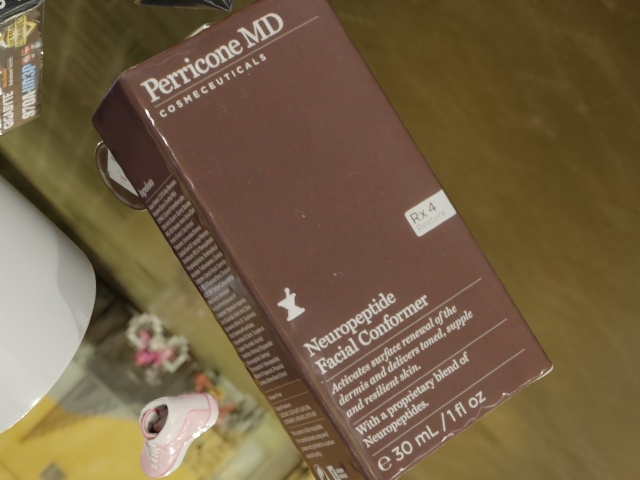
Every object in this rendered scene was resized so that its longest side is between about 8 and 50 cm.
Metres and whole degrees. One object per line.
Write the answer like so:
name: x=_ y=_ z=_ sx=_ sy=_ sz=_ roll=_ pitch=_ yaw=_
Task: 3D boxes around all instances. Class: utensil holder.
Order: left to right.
utensil holder: x=-0.494 y=0.020 z=1.724 sx=0.385 sy=0.327 sz=0.327 roll=45 pitch=171 yaw=-36

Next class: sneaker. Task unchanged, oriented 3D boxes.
sneaker: x=-0.166 y=0.199 z=1.539 sx=0.070 sy=0.134 sz=0.051 roll=2 pitch=-128 yaw=-42

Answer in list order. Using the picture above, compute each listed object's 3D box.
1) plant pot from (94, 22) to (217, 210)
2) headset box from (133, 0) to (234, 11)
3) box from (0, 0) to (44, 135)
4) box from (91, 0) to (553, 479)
plant pot: x=-0.184 y=-0.144 z=2.008 sx=0.215 sy=0.230 sz=0.215 roll=30 pitch=140 yaw=28
headset box: x=-0.119 y=-0.385 z=1.323 sx=0.110 sy=0.293 sz=0.218 roll=9 pitch=160 yaw=26
box: x=-0.301 y=-0.210 z=1.282 sx=0.175 sy=0.051 sz=0.220 roll=56 pitch=159 yaw=11
box: x=0.000 y=0.000 z=1.222 sx=0.381 sy=0.191 sz=0.143 roll=57 pitch=159 yaw=1
